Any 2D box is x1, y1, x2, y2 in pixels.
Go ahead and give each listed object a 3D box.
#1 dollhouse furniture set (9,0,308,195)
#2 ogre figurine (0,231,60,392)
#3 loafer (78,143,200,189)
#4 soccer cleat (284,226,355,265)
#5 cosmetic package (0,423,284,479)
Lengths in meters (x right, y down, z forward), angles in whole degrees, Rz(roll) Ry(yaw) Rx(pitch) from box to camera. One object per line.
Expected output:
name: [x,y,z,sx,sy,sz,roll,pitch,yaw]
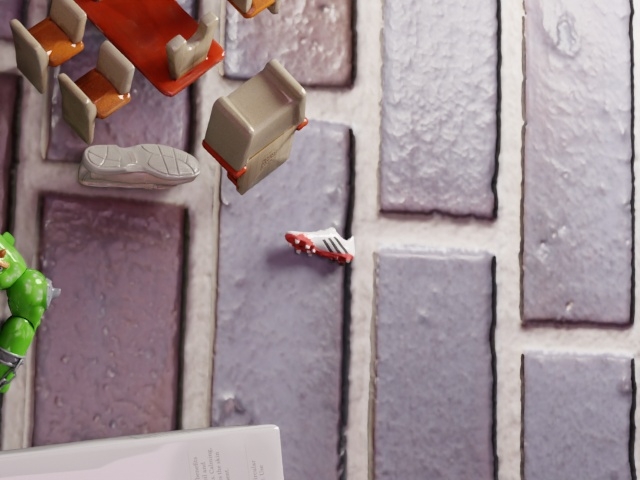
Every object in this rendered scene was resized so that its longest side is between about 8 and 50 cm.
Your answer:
dollhouse furniture set: [-0.137,-0.180,1.380,0.262,0.135,0.259,-39,77,-22]
ogre figurine: [-0.336,0.039,1.289,0.118,0.097,0.197,-45,85,-3]
loafer: [-0.185,-0.072,1.394,0.125,0.039,0.045,3,51,-29]
soccer cleat: [0.000,0.000,1.460,0.083,0.029,0.035,19,68,-22]
cosmetic package: [-0.220,0.282,1.265,0.366,0.155,0.196,-2,83,-21]
